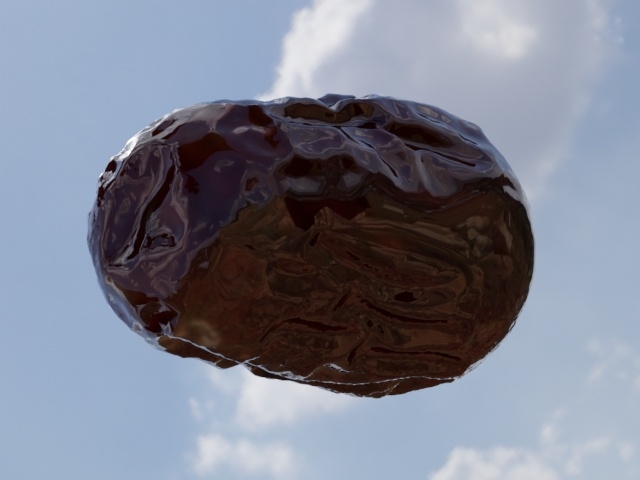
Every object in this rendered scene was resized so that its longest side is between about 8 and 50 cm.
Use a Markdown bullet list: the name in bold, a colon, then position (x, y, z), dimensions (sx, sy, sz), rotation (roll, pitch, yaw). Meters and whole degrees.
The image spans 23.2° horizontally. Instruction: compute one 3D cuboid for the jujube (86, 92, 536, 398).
- **jujube**: position (0.000, 0.000, 0.757), dimensions (0.230, 0.155, 0.155), rotation (10, -57, -46)
